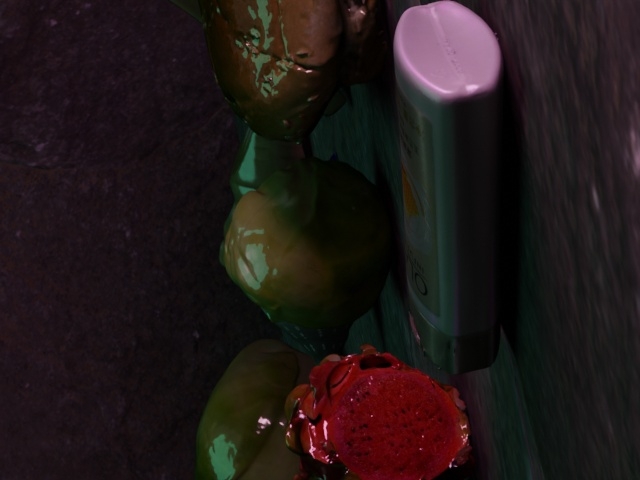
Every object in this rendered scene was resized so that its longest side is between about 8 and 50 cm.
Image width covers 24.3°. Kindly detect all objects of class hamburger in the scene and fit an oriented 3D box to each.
[{"bbox_3d":[-0.029,-0.190,1.208,0.309,0.132,0.211,-122,23,-70],"label":"hamburger"}]

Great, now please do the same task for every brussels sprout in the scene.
[{"bbox_3d":[-0.002,0.012,1.322,0.122,0.149,0.151,45,167,49],"label":"brussels sprout"},{"bbox_3d":[-0.058,0.288,2.015,0.259,0.227,0.294,117,168,-83],"label":"brussels sprout"}]

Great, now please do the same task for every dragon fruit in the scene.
[{"bbox_3d":[0.054,0.166,1.140,0.208,0.150,0.133,51,-121,-44],"label":"dragon fruit"}]

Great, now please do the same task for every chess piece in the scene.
[{"bbox_3d":[-0.062,-0.104,1.909,0.137,0.137,0.301,-117,28,-69],"label":"chess piece"}]

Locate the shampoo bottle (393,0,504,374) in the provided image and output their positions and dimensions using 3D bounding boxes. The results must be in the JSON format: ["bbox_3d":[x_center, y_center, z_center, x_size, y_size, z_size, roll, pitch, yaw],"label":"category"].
[{"bbox_3d":[0.076,-0.024,0.859,0.227,0.056,0.086,84,173,-46],"label":"shampoo bottle"}]

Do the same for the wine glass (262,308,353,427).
[{"bbox_3d":[-0.004,0.071,1.541,0.126,0.126,0.241,-132,27,-79],"label":"wine glass"}]

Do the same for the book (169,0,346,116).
[{"bbox_3d":[-0.120,-0.265,1.508,0.260,0.043,0.371,35,-169,-27],"label":"book"}]

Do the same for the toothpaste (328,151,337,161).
[{"bbox_3d":[0.011,-0.077,1.647,0.083,0.015,0.024,131,128,-76],"label":"toothpaste"}]
